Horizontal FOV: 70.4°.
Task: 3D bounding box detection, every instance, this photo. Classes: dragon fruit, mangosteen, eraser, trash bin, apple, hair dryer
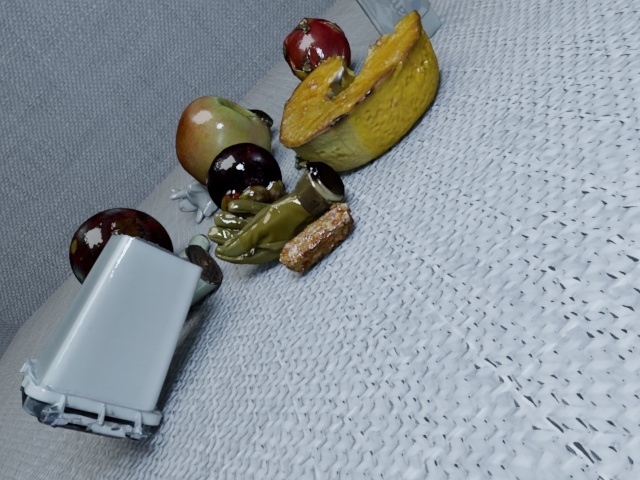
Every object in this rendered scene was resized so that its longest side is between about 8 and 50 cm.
[{"bbox_3d":[-0.009,-0.639,1.553,0.250,0.250,0.315,-33,21,25],"label":"dragon fruit"},{"bbox_3d":[-0.644,0.063,1.469,0.359,0.306,0.306,-50,18,43],"label":"mangosteen"},{"bbox_3d":[0.160,-0.686,1.207,0.213,0.397,0.082,-50,27,-8],"label":"eraser"},{"bbox_3d":[-0.399,0.184,0.913,0.296,0.256,0.368,-1,64,57],"label":"trash bin"},{"bbox_3d":[-0.325,-0.313,1.502,0.277,0.319,0.319,-59,22,19],"label":"apple"},{"bbox_3d":[-0.190,-0.134,1.204,0.211,0.211,0.250,-38,59,16],"label":"mangosteen"},{"bbox_3d":[-0.365,0.068,1.258,0.203,0.128,0.362,-39,20,14],"label":"hair dryer"}]

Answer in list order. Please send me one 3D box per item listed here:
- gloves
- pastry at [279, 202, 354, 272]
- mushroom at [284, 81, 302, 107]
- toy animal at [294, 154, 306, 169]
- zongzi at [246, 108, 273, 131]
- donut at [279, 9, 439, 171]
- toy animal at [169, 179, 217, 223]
[{"bbox_3d":[-0.098,-0.041,0.978,0.331,0.141,0.154,-31,46,23],"label":"gloves"},{"bbox_3d":[-0.001,-0.001,0.875,0.169,0.063,0.087,-37,36,7],"label":"pastry"},{"bbox_3d":[-0.052,-0.558,1.698,0.100,0.081,0.312,-22,31,35],"label":"mushroom"},{"bbox_3d":[-0.019,-0.310,1.315,0.217,0.073,0.176,-41,32,0],"label":"toy animal"},{"bbox_3d":[-0.330,-0.367,1.802,0.289,0.154,0.318,24,92,58],"label":"zongzi"},{"bbox_3d":[0.078,-0.318,1.088,0.435,0.163,0.378,6,58,55],"label":"donut"},{"bbox_3d":[-0.470,-0.144,1.669,0.282,0.140,0.138,-13,32,42],"label":"toy animal"}]
